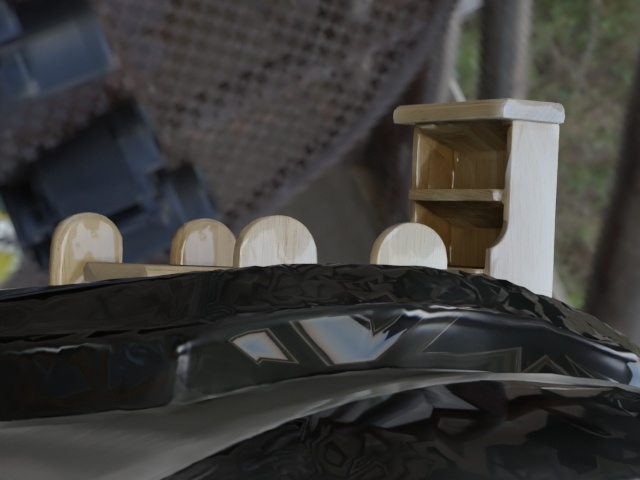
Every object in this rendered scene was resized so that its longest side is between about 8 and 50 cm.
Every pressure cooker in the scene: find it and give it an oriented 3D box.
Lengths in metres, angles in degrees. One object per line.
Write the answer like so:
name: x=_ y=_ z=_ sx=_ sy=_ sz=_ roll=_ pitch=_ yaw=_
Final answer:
pressure cooker: x=-0.061 y=0.202 z=0.483 sx=0.375 sy=0.370 sz=0.420 roll=-38 pitch=-162 yaw=-27

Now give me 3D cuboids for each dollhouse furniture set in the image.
dollhouse furniture set: x=0.000 y=0.000 z=1.039 sx=0.242 sy=0.161 sz=0.212 roll=3 pitch=180 yaw=-32
